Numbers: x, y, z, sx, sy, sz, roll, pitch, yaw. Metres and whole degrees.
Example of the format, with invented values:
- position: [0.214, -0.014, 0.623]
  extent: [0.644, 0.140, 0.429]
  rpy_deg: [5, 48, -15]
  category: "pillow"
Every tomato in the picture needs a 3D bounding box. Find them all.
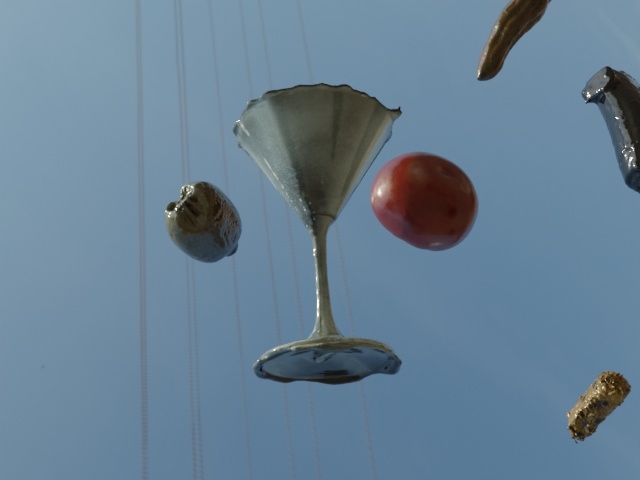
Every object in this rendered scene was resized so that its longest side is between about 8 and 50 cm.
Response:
- position: [0.186, -0.072, 1.350]
  extent: [0.195, 0.136, 0.195]
  rpy_deg: [20, -140, -18]
  category: "tomato"

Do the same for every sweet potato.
- position: [0.273, -0.304, 1.091]
  extent: [0.053, 0.054, 0.182]
  rpy_deg: [39, -96, -14]
  category: "sweet potato"

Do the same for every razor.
- position: [0.677, -0.228, 1.624]
  extent: [0.189, 0.107, 0.326]
  rpy_deg: [20, -136, -29]
  category: "razor"

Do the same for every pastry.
- position: [0.452, 0.268, 1.257]
  extent: [0.056, 0.140, 0.080]
  rpy_deg: [36, -149, 9]
  category: "pastry"

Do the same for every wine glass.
- position: [0.000, 0.000, 0.661]
  extent: [0.156, 0.156, 0.232]
  rpy_deg: [10, -117, -29]
  category: "wine glass"

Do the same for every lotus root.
- position: [-0.177, -0.021, 1.212]
  extent: [0.088, 0.192, 0.113]
  rpy_deg: [27, -103, 26]
  category: "lotus root"
